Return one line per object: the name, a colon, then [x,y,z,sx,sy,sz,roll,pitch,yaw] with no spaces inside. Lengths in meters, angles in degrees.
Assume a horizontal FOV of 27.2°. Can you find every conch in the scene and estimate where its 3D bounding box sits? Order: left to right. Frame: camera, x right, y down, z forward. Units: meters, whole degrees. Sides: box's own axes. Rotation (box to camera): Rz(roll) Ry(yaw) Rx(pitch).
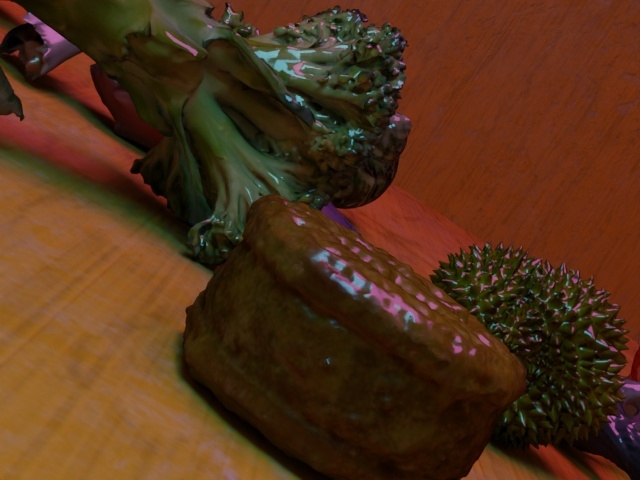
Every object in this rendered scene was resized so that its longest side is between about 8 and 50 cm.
conch: [0.026,-0.131,1.788,0.187,0.181,0.124,58,-6,-16]

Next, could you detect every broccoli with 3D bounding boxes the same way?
broccoli: [-0.096,-0.130,0.918,0.252,0.221,0.361,42,6,24]

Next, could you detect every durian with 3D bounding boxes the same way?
durian: [0.149,0.073,1.022,0.198,0.146,0.159,33,5,-27]

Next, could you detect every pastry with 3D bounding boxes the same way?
pastry: [0.017,0.058,0.704,0.189,0.103,0.189,33,6,-4]

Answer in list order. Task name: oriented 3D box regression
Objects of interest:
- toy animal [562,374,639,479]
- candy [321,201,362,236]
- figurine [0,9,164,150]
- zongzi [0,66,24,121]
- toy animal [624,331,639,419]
toy animal: [0.250,0.150,1.188,0.206,0.081,0.367,3,24,-38]
candy: [0.000,0.000,1.185,0.145,0.070,0.275,38,2,-14]
figurine: [-0.172,-0.184,1.290,0.387,0.166,0.207,30,24,0]
zongzi: [-0.296,-0.164,0.885,0.197,0.099,0.194,41,0,-42]
toy animal: [0.464,0.195,1.627,0.198,0.171,0.171,37,2,-44]
